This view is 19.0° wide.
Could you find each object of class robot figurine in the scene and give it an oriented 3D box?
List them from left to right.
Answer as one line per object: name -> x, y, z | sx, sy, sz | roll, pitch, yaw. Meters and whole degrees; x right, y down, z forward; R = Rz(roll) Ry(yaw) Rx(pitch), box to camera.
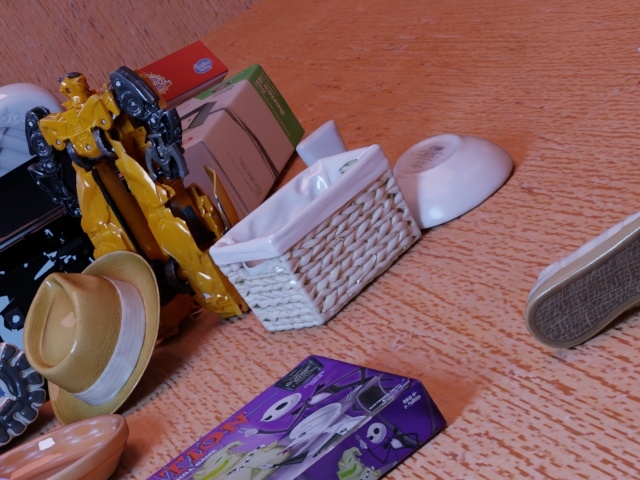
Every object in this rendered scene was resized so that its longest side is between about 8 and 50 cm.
robot figurine -> -0.182, -0.045, 1.948 | 0.211, 0.291, 0.085 | -19, 13, 39

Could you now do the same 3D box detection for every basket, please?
basket -> 0.000, 0.000, 1.806 | 0.167, 0.103, 0.113 | -41, 17, -31

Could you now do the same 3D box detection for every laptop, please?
laptop -> -0.269, 0.011, 2.118 | 0.234, 0.264, 0.136 | -32, -7, 1

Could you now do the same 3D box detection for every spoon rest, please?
spoon rest -> 0.086, -0.063, 1.932 | 0.137, 0.084, 0.276 | -39, 29, -22

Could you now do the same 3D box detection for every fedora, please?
fedora -> -0.238, 0.089, 1.885 | 0.194, 0.079, 0.194 | -28, 49, 38

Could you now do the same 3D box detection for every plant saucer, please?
plant saucer -> -0.257, 0.216, 1.701 | 0.200, 0.037, 0.200 | -25, 9, 4

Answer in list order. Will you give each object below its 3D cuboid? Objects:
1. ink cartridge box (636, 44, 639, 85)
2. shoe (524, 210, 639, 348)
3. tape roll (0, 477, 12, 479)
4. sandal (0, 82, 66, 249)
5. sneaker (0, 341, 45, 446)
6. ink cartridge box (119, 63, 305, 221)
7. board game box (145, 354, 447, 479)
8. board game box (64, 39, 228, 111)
ink cartridge box -> 0.351, -0.198, 1.891 | 0.063, 0.029, 0.115 | -19, 19, 40
shoe -> 0.240, 0.004, 1.351 | 0.219, 0.076, 0.058 | -27, 20, 24
tape roll -> -0.264, 0.292, 1.274 | 0.275, 0.090, 0.275 | -39, 19, 17
sandal -> -0.389, -0.027, 2.307 | 0.416, 0.169, 0.102 | -66, 35, 33
sneaker -> -0.432, 0.224, 1.968 | 0.330, 0.129, 0.147 | -30, 1, -12
ink cartridge box -> -0.162, -0.086, 2.389 | 0.211, 0.121, 0.289 | -27, 15, 21
board game box -> -0.089, 0.209, 1.412 | 0.347, 0.056, 0.208 | -37, 11, -18
board game box -> -0.291, -0.127, 2.623 | 0.316, 0.064, 0.242 | -32, -16, -43
